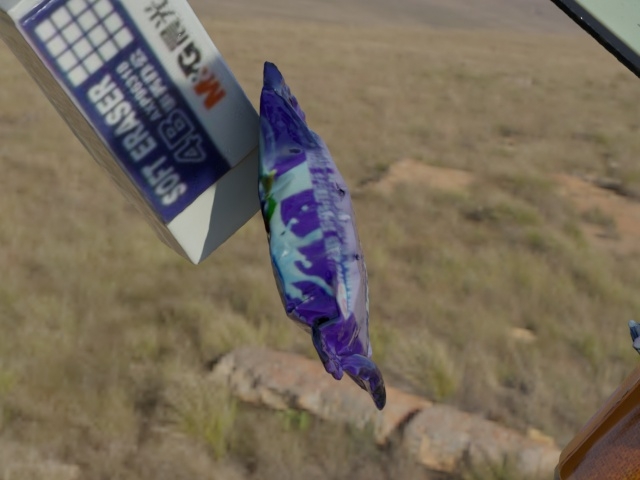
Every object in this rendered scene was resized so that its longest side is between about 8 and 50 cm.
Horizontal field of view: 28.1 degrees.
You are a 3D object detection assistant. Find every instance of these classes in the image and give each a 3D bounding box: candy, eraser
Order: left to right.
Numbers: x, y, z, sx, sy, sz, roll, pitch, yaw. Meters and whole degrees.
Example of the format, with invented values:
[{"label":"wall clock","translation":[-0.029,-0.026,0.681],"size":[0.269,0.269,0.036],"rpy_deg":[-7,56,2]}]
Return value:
[{"label":"eraser","translation":[-0.139,-0.119,1.021],"size":[0.124,0.279,0.081],"rpy_deg":[-44,39,-14]},{"label":"candy","translation":[0.000,0.000,0.990],"size":[0.070,0.275,0.145],"rpy_deg":[-18,-31,9]}]

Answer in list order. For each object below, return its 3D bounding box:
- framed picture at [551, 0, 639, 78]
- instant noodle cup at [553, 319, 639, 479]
[{"label":"framed picture","translation":[0.344,-0.208,1.026],"size":[0.324,0.013,0.244],"rpy_deg":[-33,68,-30]},{"label":"instant noodle cup","translation":[0.222,0.146,0.764],"size":[0.208,0.125,0.177],"rpy_deg":[39,22,-7]}]
